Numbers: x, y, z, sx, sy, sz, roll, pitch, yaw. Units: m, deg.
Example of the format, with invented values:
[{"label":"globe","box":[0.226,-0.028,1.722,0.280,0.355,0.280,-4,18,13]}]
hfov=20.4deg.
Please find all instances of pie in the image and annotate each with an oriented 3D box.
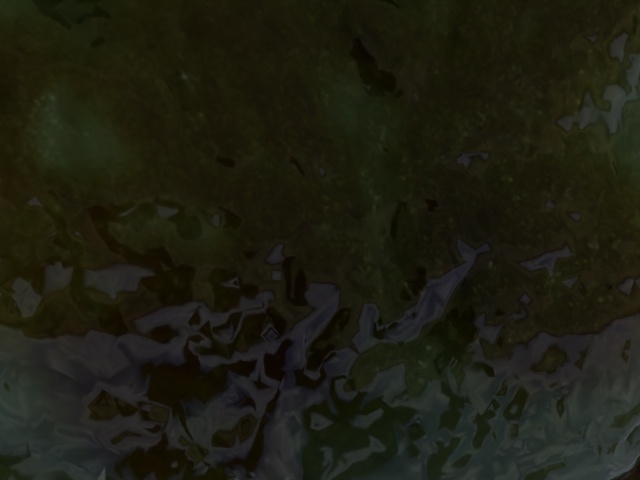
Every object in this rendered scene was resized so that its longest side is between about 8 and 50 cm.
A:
[{"label":"pie","box":[-0.002,-0.009,0.500,0.274,0.257,0.105,3,178,-23]}]
